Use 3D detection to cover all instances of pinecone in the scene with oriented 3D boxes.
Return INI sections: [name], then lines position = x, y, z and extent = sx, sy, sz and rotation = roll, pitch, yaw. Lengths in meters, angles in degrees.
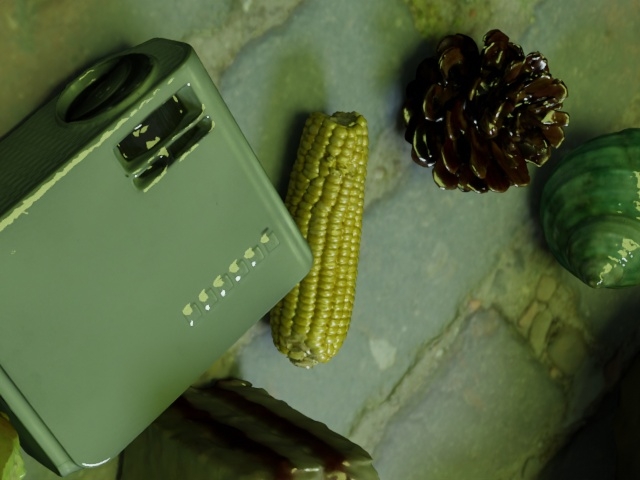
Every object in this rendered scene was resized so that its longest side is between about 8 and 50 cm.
[pinecone]
position = 0.136, -0.104, 1.325
extent = 0.140, 0.120, 0.140
rotation = -3, 96, -36

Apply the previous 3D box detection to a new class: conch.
[conch]
position = 0.279, -0.021, 1.460
extent = 0.188, 0.122, 0.176
rotation = -20, 138, -29

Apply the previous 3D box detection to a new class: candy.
[candy]
position = -0.061, 0.282, 1.236
extent = 0.135, 0.179, 0.321
rotation = -6, 106, -36

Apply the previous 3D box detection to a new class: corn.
[corn]
position = 0.000, 0.000, 1.280
extent = 0.067, 0.067, 0.206
rotation = 1, 101, -38

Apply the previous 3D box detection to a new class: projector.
[projector]
position = -0.151, 0.008, 1.140
extent = 0.250, 0.108, 0.198
rotation = -43, 125, -19

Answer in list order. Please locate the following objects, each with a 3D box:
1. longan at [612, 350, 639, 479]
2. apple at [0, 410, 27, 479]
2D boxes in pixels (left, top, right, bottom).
[longan]
position = 0.457, 0.257, 1.473
extent = 0.404, 0.404, 0.436
rotation = 32, 59, -39
[apple]
position = -0.245, 0.237, 1.037
extent = 0.246, 0.226, 0.246
rotation = -14, 125, -21
